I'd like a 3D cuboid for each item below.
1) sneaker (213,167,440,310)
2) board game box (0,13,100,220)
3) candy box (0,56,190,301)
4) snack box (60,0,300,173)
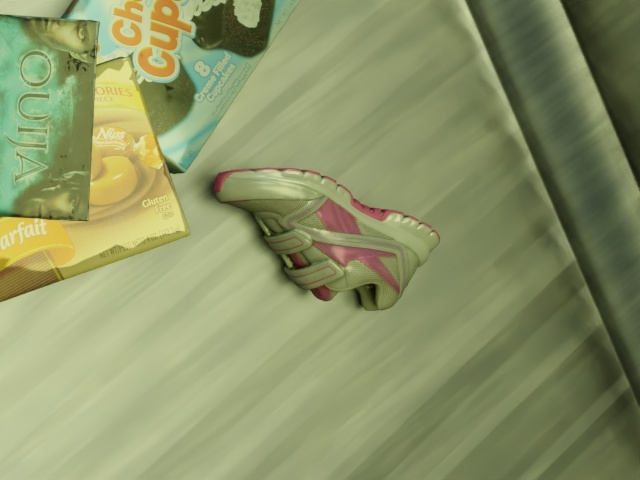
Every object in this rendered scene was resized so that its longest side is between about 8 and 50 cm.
[{"bbox_3d":[0.000,0.000,1.909,0.252,0.103,0.111,23,80,-19],"label":"sneaker"},{"bbox_3d":[-0.270,-0.113,1.705,0.126,0.026,0.186,3,91,-8],"label":"board game box"},{"bbox_3d":[-0.302,-0.041,1.763,0.316,0.087,0.183,-19,97,-6],"label":"candy box"},{"bbox_3d":[-0.130,-0.250,1.879,0.187,0.060,0.322,36,78,-16],"label":"snack box"}]
